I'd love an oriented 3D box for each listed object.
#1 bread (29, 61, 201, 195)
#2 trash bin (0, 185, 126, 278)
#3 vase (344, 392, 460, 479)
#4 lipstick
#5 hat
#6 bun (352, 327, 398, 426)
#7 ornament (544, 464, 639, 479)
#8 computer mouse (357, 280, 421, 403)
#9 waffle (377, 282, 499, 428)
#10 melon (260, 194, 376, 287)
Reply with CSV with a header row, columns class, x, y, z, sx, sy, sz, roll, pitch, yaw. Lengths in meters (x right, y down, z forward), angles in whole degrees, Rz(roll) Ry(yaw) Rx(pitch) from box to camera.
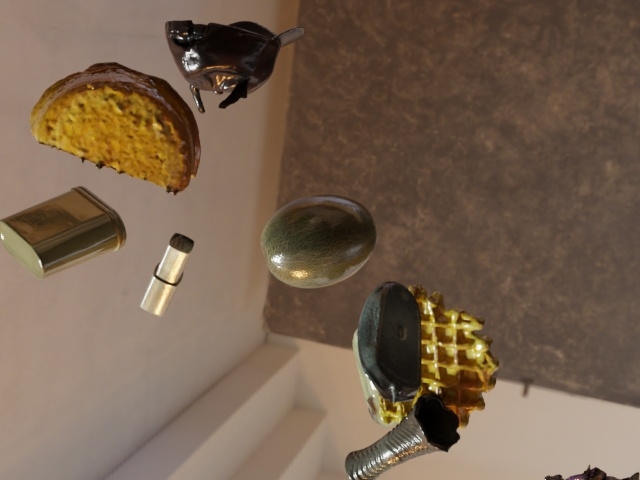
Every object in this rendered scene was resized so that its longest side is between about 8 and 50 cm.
class,x,y,z,sx,sy,sz,roll,pitch,yaw
bread,-0.376,-0.234,1.662,0.194,0.340,0.179,-106,39,-68
trash bin,-0.672,-0.021,2.247,0.247,0.243,0.121,-29,-41,-38
vase,0.144,0.385,1.617,0.237,0.115,0.115,-42,12,38
lipstick,-0.403,0.091,2.281,0.253,0.077,0.079,-58,10,40
hat,-0.181,-0.379,1.911,0.336,0.238,0.209,-14,-69,-46
bun,0.190,0.339,2.243,0.283,0.179,0.283,168,90,-87
ornament,0.603,0.540,1.914,0.081,0.203,0.088,15,-103,-51
computer mouse,0.107,0.167,1.362,0.068,0.113,0.229,-37,31,39
waffle,0.194,0.226,1.621,0.309,0.283,0.065,-49,-6,28
melon,0.000,0.000,2.234,0.237,0.302,0.237,164,90,-79
